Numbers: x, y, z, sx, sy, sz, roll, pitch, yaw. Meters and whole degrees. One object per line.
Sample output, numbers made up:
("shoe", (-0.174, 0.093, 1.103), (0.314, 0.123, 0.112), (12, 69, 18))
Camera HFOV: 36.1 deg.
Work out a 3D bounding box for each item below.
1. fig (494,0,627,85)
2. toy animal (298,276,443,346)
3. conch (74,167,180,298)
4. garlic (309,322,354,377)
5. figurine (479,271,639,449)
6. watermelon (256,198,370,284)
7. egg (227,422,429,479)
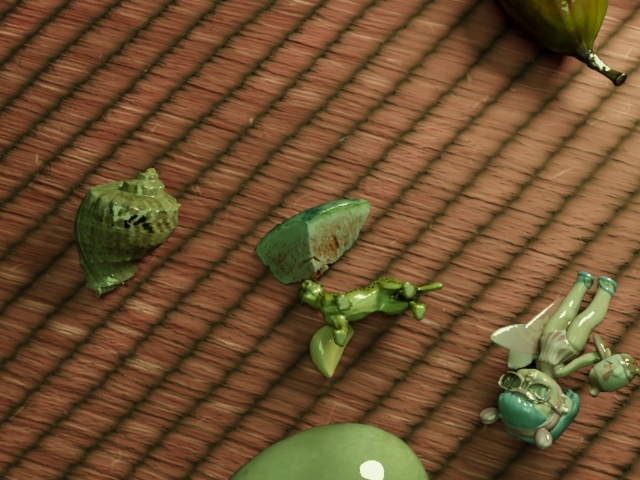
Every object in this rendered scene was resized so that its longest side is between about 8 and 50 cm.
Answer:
("fig", (0.370, -0.338, 1.459), (0.170, 0.145, 0.274), (-27, 74, 6))
("toy animal", (0.070, 0.080, 1.390), (0.181, 0.136, 0.073), (-15, 104, -12))
("conch", (-0.296, -0.017, 1.453), (0.155, 0.130, 0.207), (33, 102, 45))
("garlic", (0.013, 0.149, 1.400), (0.053, 0.041, 0.083), (31, 71, 7))
("figurine", (0.342, 0.167, 1.331), (0.205, 0.103, 0.260), (21, 71, 35))
("watermelon", (-0.003, -0.009, 1.443), (0.180, 0.081, 0.094), (-41, 101, -2))
("egg", (-0.016, 0.381, 1.223), (0.352, 0.258, 0.258), (-34, 75, -5))
